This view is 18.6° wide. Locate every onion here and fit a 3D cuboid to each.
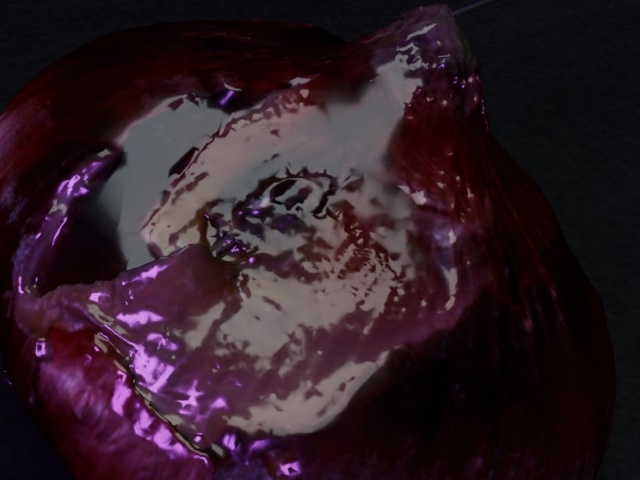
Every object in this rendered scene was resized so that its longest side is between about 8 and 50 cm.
[{"bbox_3d":[0.000,0.000,0.741,0.272,0.195,0.272,17,30,-11],"label":"onion"}]
